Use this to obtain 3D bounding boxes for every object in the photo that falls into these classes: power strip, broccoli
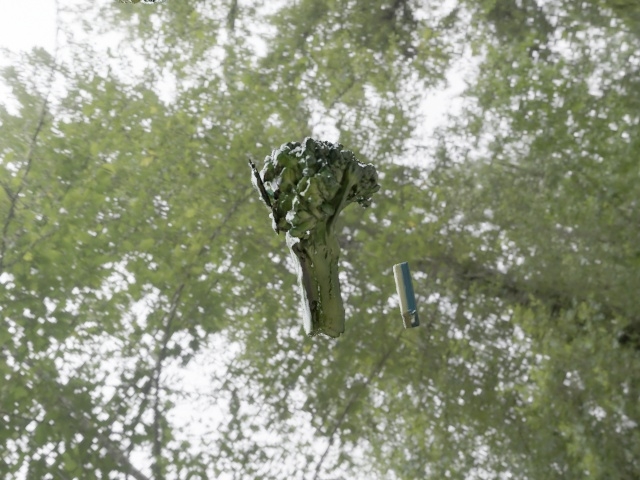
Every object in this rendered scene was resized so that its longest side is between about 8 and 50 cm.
[{"bbox_3d":[0.167,0.107,1.435,0.056,0.032,0.123,68,-167,-51],"label":"power strip"},{"bbox_3d":[0.002,-0.007,1.004,0.177,0.198,0.275,-6,-101,-8],"label":"broccoli"}]

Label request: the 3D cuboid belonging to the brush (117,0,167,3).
[{"bbox_3d":[-0.215,-0.272,0.757,0.060,0.297,0.068,-29,-61,-16],"label":"brush"}]
